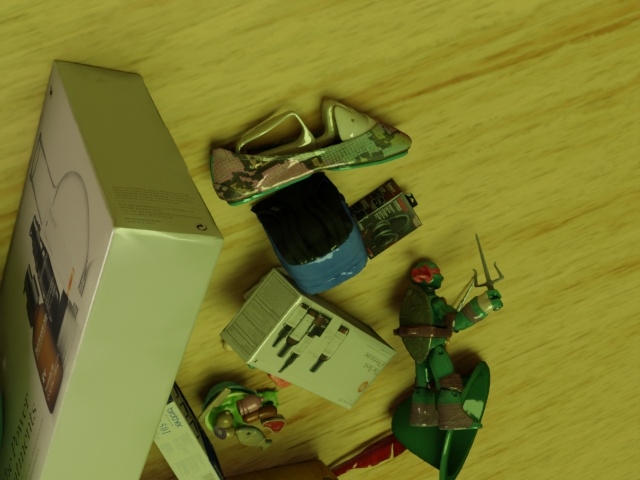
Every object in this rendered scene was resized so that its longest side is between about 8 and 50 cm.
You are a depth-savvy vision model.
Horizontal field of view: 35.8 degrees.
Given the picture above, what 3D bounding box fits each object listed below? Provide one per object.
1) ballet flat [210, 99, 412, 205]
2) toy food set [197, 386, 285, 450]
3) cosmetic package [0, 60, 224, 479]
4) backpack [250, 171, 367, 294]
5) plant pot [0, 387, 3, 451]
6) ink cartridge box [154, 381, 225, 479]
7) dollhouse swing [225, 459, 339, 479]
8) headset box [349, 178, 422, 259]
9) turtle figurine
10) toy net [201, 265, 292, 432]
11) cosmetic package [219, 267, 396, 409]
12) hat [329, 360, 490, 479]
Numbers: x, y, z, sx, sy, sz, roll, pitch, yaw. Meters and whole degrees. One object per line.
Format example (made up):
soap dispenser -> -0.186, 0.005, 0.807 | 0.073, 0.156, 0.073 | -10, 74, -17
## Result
ballet flat -> -0.009, -0.101, 1.035 | 0.221, 0.077, 0.079 | -17, 110, -13
toy food set -> -0.086, 0.220, 1.208 | 0.122, 0.019, 0.078 | 29, 109, -40
cosmetic package -> -0.222, 0.068, 0.915 | 0.097, 0.284, 0.377 | 7, 121, -27
backpack -> 0.000, 0.000, 1.075 | 0.098, 0.120, 0.101 | -33, 131, 0
plant pot -> -0.423, 0.192, 0.880 | 0.293, 0.293, 0.235 | 41, 70, -40
ink cartridge box -> -0.169, 0.230, 1.186 | 0.046, 0.097, 0.207 | -25, 132, -6
dollhouse swing -> -0.127, 0.486, 1.287 | 0.346, 0.315, 0.305 | -7, 107, -21
headset box -> 0.074, -0.026, 1.149 | 0.083, 0.032, 0.062 | -33, 131, 3
turtle figurine -> 0.149, 0.112, 1.222 | 0.118, 0.175, 0.234 | 1, 84, -6
toy net -> -0.060, 0.136, 1.199 | 0.122, 0.045, 0.232 | 10, 120, -30
cosmetic package -> -0.007, 0.122, 1.159 | 0.099, 0.060, 0.239 | -50, 144, 4
hat -> 0.114, 0.237, 1.373 | 0.208, 0.183, 0.173 | -57, 152, -35
